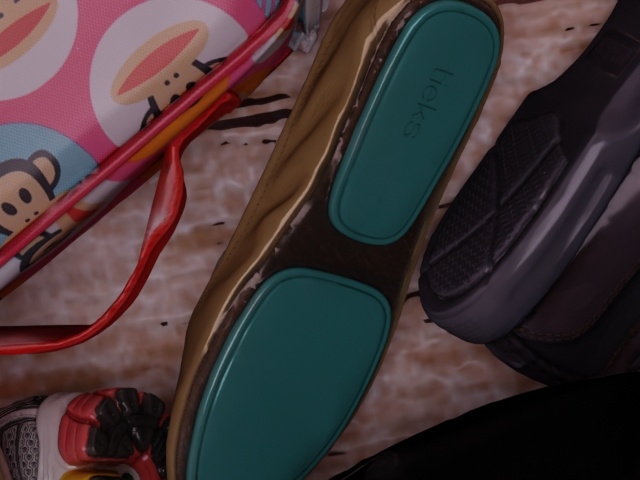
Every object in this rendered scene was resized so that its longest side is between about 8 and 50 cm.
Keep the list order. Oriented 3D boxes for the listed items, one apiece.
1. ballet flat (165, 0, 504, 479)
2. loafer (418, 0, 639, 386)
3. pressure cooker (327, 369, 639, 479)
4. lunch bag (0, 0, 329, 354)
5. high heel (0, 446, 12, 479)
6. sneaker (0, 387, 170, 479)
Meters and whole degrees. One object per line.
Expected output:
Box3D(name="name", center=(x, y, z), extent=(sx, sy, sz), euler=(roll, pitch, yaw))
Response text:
Box3D(name="ballet flat", center=(0.000, 0.000, 0.739), extent=(0.080, 0.073, 0.232), euler=(24, 97, -31))
Box3D(name="loafer", center=(0.161, -0.069, 0.716), extent=(0.095, 0.109, 0.302), euler=(34, 103, -20))
Box3D(name="pressure cooker", center=(0.107, 0.302, 0.602), extent=(0.375, 0.370, 0.420), euler=(-35, 105, 0))
Box3D(name="lunch bag", center=(-0.149, -0.077, 0.709), extent=(0.293, 0.120, 0.258), euler=(-37, 94, 5))
Box3D(name="high heel", center=(-0.207, 0.131, 0.714), extent=(0.186, 0.093, 0.261), euler=(9, 115, 26))
Box3D(name="sneaker", center=(-0.092, 0.166, 0.762), extent=(0.092, 0.088, 0.225), euler=(-1, 101, 30))
